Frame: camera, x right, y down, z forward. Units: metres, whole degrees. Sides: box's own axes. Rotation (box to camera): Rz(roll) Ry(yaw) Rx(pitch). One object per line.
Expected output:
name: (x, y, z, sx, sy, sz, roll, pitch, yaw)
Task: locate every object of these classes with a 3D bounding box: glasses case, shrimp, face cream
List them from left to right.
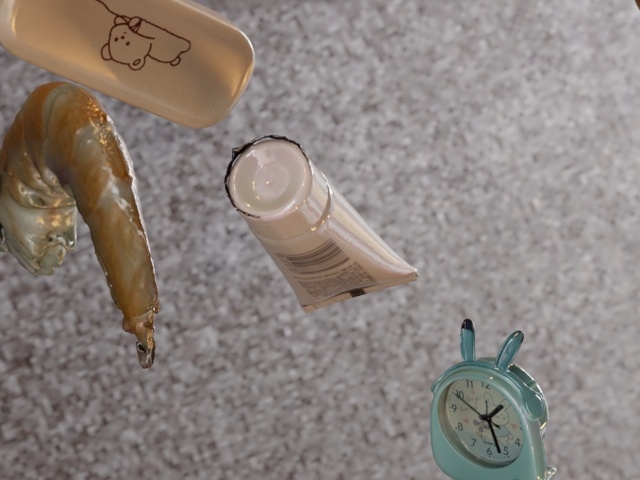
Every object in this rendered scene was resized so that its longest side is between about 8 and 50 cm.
shrimp: (-0.188, -0.032, 1.328, 0.068, 0.287, 0.185, -14, 114, -32)
glasses case: (-0.136, -0.140, 1.143, 0.196, 0.083, 0.050, 19, 13, -36)
face cream: (0.000, 0.000, 1.146, 0.244, 0.092, 0.058, 52, 23, -65)

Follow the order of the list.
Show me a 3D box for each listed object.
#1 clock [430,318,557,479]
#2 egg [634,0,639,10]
clock: (0.145, 0.141, 1.420, 0.045, 0.108, 0.147, -32, 125, -47)
egg: (0.264, -0.195, 1.213, 0.071, 0.083, 0.071, 4, 84, -34)
